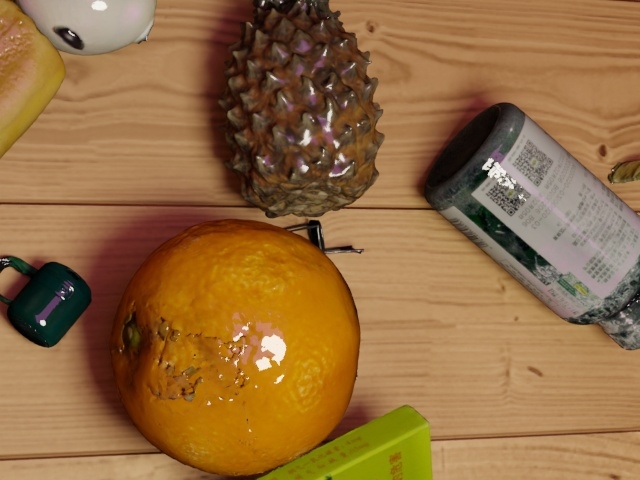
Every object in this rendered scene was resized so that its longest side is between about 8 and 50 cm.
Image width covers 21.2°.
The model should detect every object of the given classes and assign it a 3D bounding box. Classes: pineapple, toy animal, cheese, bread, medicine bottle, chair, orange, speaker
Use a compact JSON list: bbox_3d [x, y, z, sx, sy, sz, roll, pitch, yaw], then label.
[{"bbox_3d":[-0.026,-0.207,1.752,0.175,0.175,0.361,3,68,-22],"label":"pineapple"},{"bbox_3d":[-0.242,-0.268,1.670,0.166,0.138,0.179,-16,98,-33],"label":"toy animal"},{"bbox_3d":[0.380,-0.072,1.946,0.084,0.060,0.041,21,74,-26],"label":"cheese"},{"bbox_3d":[-0.335,-0.145,1.637,0.134,0.085,0.173,40,71,-9],"label":"bread"},{"bbox_3d":[0.260,-0.008,1.837,0.293,0.141,0.141,40,70,-12],"label":"medicine bottle"},{"bbox_3d":[0.001,-0.002,1.785,0.086,0.037,0.042,-6,96,-20],"label":"chair"},{"bbox_3d":[-0.079,0.102,1.626,0.246,0.246,0.246,3,81,-22],"label":"orange"},{"bbox_3d":[-0.276,0.054,1.657,0.094,0.060,0.075,30,68,21],"label":"speaker"}]

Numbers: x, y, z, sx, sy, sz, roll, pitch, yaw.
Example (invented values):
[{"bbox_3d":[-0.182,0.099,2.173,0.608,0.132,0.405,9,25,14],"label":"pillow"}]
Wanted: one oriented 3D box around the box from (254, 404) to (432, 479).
[{"bbox_3d":[-0.035,0.305,1.667,0.335,0.047,0.187,-24,130,-25],"label":"box"}]
